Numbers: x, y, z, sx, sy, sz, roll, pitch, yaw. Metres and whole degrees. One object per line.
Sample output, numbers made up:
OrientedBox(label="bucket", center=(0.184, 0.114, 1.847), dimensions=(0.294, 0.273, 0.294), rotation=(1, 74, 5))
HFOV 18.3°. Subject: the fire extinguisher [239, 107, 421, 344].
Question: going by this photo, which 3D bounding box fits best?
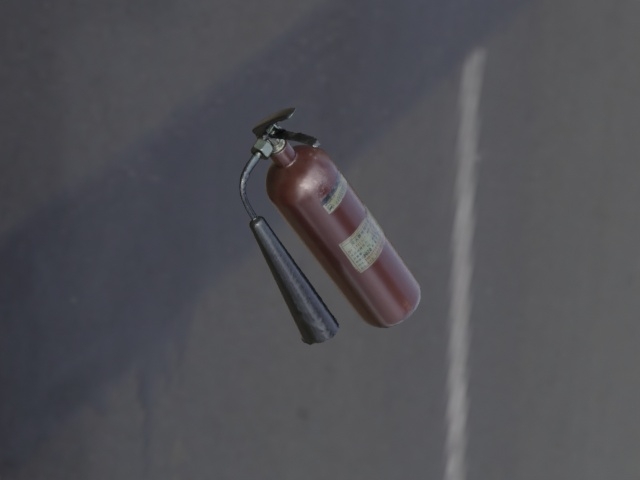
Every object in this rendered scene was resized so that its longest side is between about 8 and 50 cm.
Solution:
OrientedBox(label="fire extinguisher", center=(-0.005, -0.001, 0.645), dimensions=(0.046, 0.032, 0.100), rotation=(-43, 129, -6))
